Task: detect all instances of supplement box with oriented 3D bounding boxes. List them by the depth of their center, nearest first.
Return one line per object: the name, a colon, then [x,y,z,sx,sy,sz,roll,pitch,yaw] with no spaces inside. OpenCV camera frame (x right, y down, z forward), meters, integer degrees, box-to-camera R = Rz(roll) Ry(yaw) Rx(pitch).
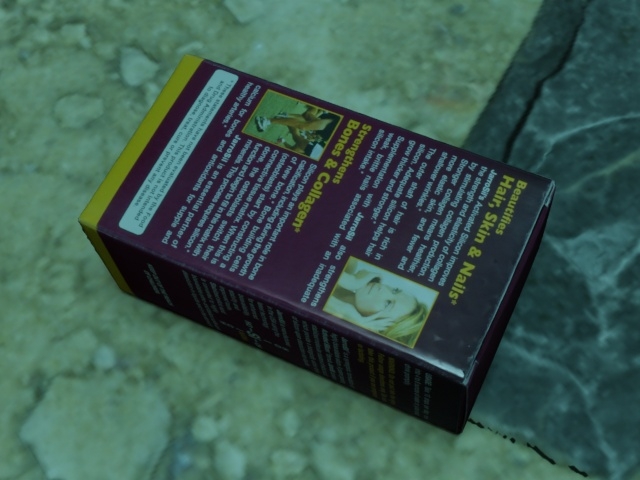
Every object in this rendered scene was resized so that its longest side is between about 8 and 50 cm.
supplement box: [0.000,0.000,0.468,0.188,0.081,0.104,22,67,15]
